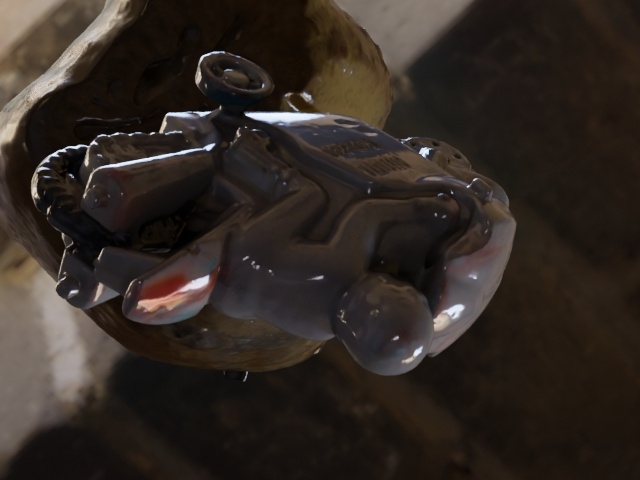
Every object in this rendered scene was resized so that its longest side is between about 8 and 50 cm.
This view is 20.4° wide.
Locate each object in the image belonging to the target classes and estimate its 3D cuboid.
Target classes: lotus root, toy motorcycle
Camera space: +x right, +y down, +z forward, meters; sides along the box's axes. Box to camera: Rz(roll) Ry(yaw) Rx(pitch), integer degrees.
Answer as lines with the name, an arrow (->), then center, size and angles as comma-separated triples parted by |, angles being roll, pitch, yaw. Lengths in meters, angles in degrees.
lotus root -> -0.070, -0.056, 1.220 | 0.316, 0.316, 0.250 | 48, -2, 3
toy motorcycle -> 0.000, 0.000, 0.845 | 0.260, 0.110, 0.171 | -3, 38, -36
